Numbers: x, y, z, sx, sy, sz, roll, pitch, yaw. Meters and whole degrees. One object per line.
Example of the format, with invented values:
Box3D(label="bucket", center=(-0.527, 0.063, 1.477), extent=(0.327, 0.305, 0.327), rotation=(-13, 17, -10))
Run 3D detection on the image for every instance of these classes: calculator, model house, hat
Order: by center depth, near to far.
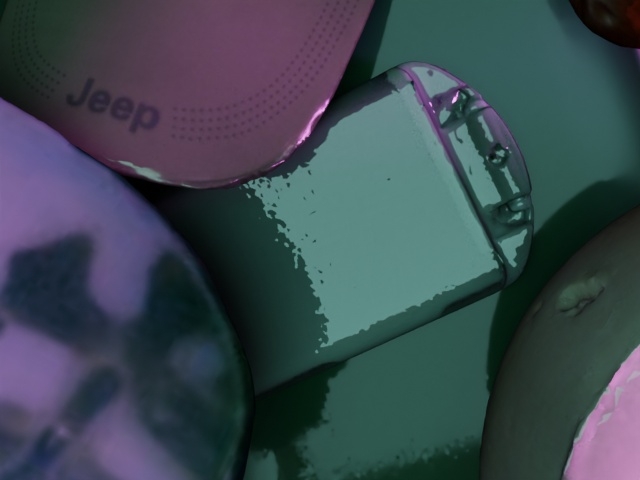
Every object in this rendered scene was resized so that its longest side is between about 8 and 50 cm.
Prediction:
Box3D(label="hat", center=(-0.068, -0.164, 0.488), extent=(0.214, 0.149, 0.245), rotation=(13, 59, 8))
Box3D(label="model house", center=(-0.227, 0.092, 0.540), extent=(0.295, 0.329, 0.252), rotation=(31, 64, -15))
Box3D(label="calculator", center=(0.000, 0.000, 0.555), extent=(0.246, 0.045, 0.141), rotation=(-27, 90, 12))

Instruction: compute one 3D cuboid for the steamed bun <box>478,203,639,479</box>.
Box3D(label="steamed bun", center=(0.236, 0.115, 0.440), extent=(0.324, 0.206, 0.324), rotation=(2, 98, 13))

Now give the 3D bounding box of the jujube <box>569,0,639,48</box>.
Box3D(label="jujube", center=(0.221, -0.169, 0.443), extent=(0.236, 0.168, 0.168), rotation=(-13, 93, -5))
